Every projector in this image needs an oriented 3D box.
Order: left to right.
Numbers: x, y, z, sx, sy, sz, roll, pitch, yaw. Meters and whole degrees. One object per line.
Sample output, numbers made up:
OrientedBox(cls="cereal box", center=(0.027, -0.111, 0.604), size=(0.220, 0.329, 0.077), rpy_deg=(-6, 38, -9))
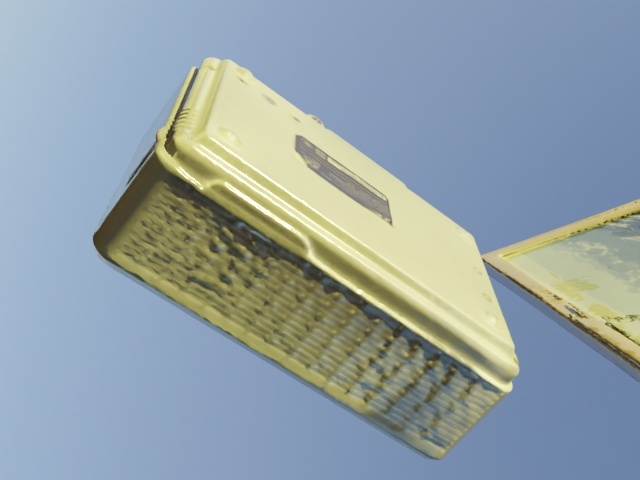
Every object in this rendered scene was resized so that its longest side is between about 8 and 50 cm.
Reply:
OrientedBox(cls="projector", center=(0.000, 0.000, 0.573), size=(0.099, 0.257, 0.192), rpy_deg=(-51, -163, 19))

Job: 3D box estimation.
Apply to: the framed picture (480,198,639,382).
OrientedBox(cls="framed picture", center=(0.311, 0.022, 0.775), size=(0.248, 0.022, 0.335), rpy_deg=(-19, -164, -5))
